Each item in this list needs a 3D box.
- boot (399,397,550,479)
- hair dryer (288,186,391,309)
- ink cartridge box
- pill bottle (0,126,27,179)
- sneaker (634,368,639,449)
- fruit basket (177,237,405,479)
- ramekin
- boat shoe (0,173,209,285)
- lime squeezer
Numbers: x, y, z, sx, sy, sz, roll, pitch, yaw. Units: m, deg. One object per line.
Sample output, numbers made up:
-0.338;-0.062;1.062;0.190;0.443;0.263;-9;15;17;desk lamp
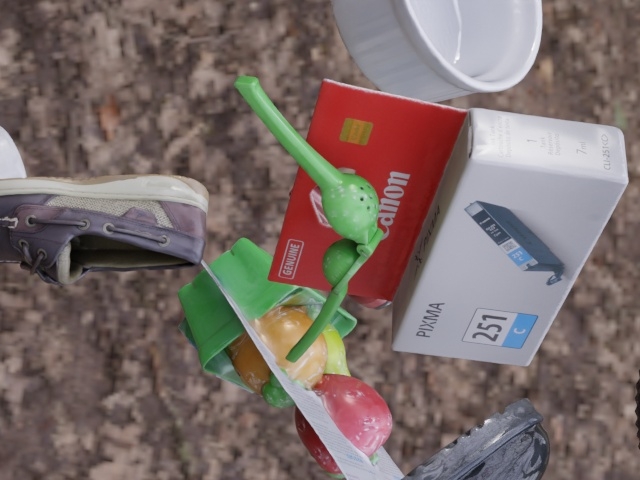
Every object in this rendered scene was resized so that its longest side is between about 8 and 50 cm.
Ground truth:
0.171;0.406;1.345;0.367;0.146;0.445;-37;78;-15;boot
0.057;-0.008;2.096;0.293;0.080;0.223;25;38;-50;hair dryer
0.101;-0.004;1.443;0.261;0.296;0.066;8;52;-7;ink cartridge box
-0.464;-0.049;1.857;0.229;0.131;0.131;-19;104;-34;pill bottle
0.209;0.155;0.801;0.082;0.069;0.209;3;76;-17;sneaker
-0.019;0.180;1.913;0.353;0.165;0.327;59;8;21;fruit basket
0.138;-0.301;2.001;0.277;0.135;0.277;15;68;-42;ramekin
-0.249;-0.003;1.567;0.103;0.285;0.092;86;0;-63;boat shoe
0.000;0.000;1.401;0.059;0.110;0.310;-82;166;-51;lime squeezer
